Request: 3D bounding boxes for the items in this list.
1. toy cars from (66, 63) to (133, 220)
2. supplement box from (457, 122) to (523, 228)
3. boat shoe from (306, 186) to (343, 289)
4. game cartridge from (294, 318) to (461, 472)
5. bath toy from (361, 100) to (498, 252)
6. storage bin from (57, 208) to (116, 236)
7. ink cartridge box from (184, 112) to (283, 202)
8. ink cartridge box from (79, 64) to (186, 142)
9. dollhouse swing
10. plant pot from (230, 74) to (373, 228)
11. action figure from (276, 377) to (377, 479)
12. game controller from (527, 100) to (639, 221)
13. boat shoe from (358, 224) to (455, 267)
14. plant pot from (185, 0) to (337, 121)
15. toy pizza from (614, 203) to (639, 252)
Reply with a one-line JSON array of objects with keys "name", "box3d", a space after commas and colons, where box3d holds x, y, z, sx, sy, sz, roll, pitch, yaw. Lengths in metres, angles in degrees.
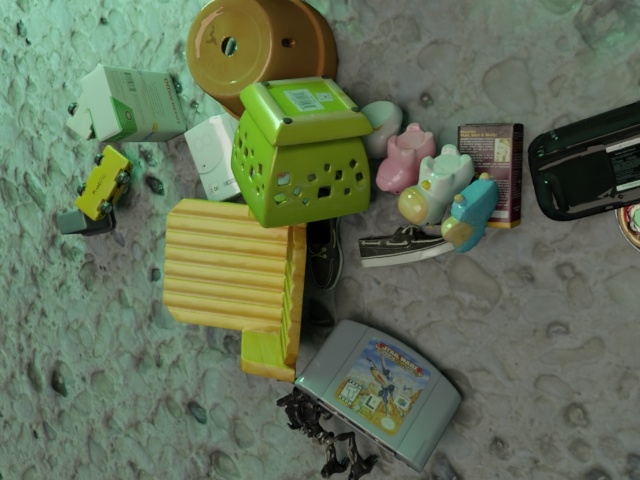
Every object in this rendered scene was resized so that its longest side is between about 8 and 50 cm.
[{"name": "toy cars", "box3d": [-0.557, -0.250, 1.658, 0.177, 0.087, 0.393, -5, 90, 18]}, {"name": "supplement box", "box3d": [0.313, -0.121, 1.182, 0.104, 0.081, 0.188, 4, 99, 30]}, {"name": "boat shoe", "box3d": [0.000, 0.000, 1.383, 0.081, 0.069, 0.227, 5, 99, 29]}, {"name": "game cartridge", "box3d": [0.123, 0.295, 1.288, 0.297, 0.062, 0.198, 32, 69, 12]}, {"name": "bath toy", "box3d": [0.172, -0.127, 1.185, 0.151, 0.129, 0.348, -33, 50, -8]}, {"name": "storage bin", "box3d": [-0.636, -0.060, 1.722, 0.135, 0.091, 0.098, -10, 92, 29]}, {"name": "ink cartridge box", "box3d": [-0.188, -0.206, 1.471, 0.232, 0.066, 0.189, -23, 86, 34]}, {"name": "ink cartridge box", "box3d": [-0.433, -0.315, 1.503, 0.093, 0.212, 0.154, -18, 89, 34]}, {"name": "dollhouse swing", "box3d": [-0.197, 0.079, 1.368, 0.305, 0.315, 0.346, 4, 101, -6]}, {"name": "plant pot", "box3d": [-0.036, -0.181, 1.216, 0.228, 0.227, 0.207, -122, 29, -44]}, {"name": "action figure", "box3d": [0.010, 0.385, 1.393, 0.164, 0.141, 0.275, -17, 107, 36]}, {"name": "game controller", "box3d": [0.512, -0.142, 1.069, 0.319, 0.067, 0.166, -17, 82, 31]}, {"name": "boat shoe", "box3d": [0.171, 0.007, 1.283, 0.219, 0.078, 0.070, -11, 93, 32]}, {"name": "plant pot", "box3d": [-0.136, -0.377, 1.314, 0.291, 0.203, 0.290, 2, 96, 23]}, {"name": "toy pizza", "box3d": [0.595, -0.057, 1.060, 0.201, 0.032, 0.201, 5, 99, 29]}]
